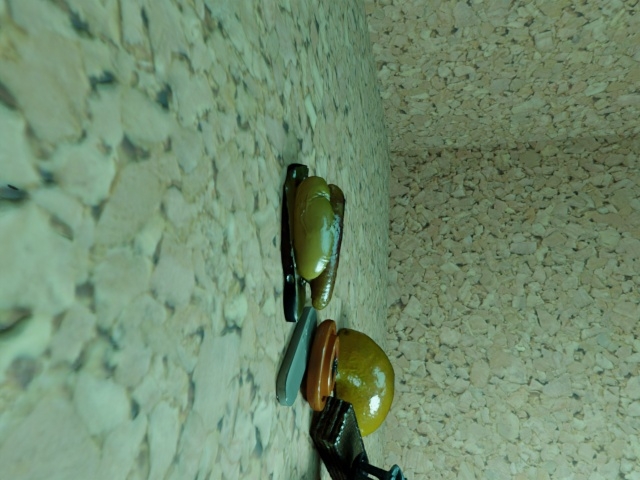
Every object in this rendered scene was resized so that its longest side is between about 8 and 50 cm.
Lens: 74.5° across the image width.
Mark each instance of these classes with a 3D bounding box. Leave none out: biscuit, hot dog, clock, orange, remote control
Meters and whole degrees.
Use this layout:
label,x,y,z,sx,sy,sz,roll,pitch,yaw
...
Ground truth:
label,x,y,z,sx,sy,sz,roll,pitch,yaw
biscuit,0.059,0.548,1.097,0.107,0.073,0.388,-58,146,-38
hot dog,-0.002,-0.002,0.880,0.194,0.107,0.325,-22,111,-74
clock,0.011,0.285,0.970,0.205,0.051,0.205,5,90,-79
orange,0.106,0.429,1.289,0.310,0.274,0.274,58,14,6
remote control,-0.043,0.230,0.869,0.245,0.022,0.077,-69,152,-56

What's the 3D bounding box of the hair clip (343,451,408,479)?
label,x,y,z,sx,sy,sz,roll,pitch,yaw
hair clip,0.078,0.625,0.910,0.310,0.195,0.206,-8,105,-56
